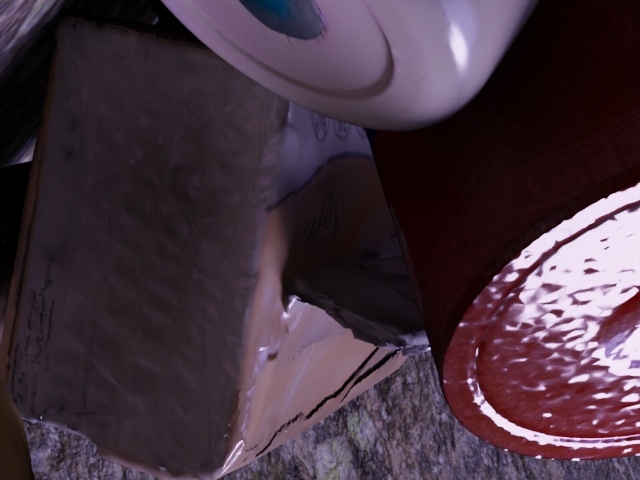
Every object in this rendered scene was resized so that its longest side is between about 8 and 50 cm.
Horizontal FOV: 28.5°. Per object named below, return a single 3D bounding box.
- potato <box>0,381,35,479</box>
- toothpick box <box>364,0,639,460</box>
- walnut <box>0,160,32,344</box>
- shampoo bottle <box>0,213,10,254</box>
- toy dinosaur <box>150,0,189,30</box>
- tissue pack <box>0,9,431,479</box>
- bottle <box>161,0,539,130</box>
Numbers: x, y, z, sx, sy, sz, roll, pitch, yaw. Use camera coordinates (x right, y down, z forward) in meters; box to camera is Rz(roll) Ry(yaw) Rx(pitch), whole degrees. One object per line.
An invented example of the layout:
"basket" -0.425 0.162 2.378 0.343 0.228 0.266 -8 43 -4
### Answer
"potato" -0.146 0.063 0.293 0.138 0.098 0.243 -8 -161 2
"toothpick box" 0.111 -0.093 0.583 0.204 0.204 0.333 -44 -137 30
"walnut" -0.177 0.022 0.776 0.140 0.140 0.162 -43 -163 35
"shampoo bottle" -0.240 0.053 0.682 0.214 0.072 0.072 -44 -174 31
"toy dinosaur" -0.080 -0.137 0.798 0.049 0.055 0.154 -51 178 -12
"tissue pack" 0.000 0.000 0.721 0.238 0.238 0.305 -45 169 19
"bottle" 0.045 -0.169 0.448 0.237 0.147 0.147 -56 -172 -18
